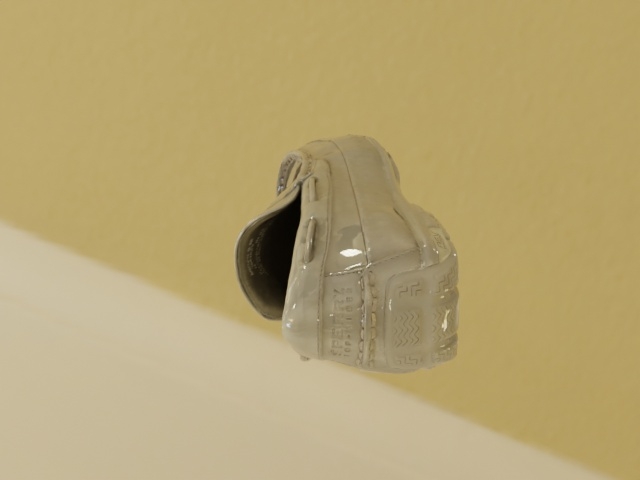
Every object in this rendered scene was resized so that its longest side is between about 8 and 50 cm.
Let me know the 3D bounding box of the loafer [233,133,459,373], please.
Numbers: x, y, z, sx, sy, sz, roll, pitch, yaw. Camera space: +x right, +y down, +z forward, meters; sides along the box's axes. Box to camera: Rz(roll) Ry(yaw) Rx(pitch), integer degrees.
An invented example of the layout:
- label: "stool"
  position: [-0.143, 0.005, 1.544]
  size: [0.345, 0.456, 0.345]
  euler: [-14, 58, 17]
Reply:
- label: "loafer"
  position: [0.000, 0.000, 1.099]
  size: [0.111, 0.112, 0.319]
  euler: [-3, -167, -10]
